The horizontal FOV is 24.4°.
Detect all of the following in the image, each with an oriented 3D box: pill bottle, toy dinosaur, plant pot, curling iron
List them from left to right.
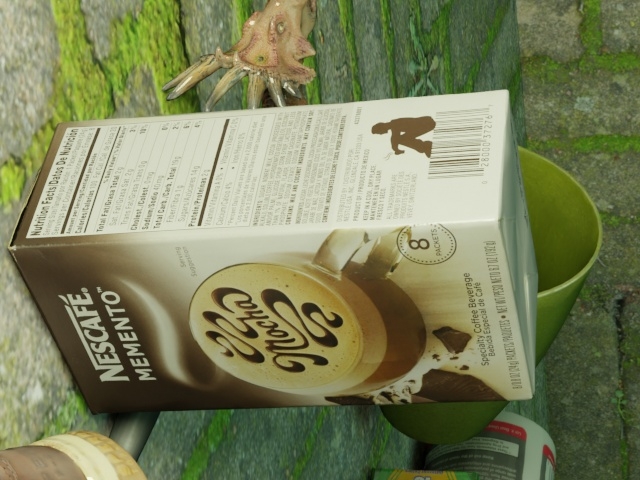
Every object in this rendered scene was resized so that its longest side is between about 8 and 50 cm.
[{"bbox_3d":[-0.115,0.104,1.073,0.274,0.035,0.068,-71,154,-50],"label":"curling iron"},{"bbox_3d":[-0.037,-0.043,1.112,0.200,0.127,0.296,65,13,-52],"label":"toy dinosaur"},{"bbox_3d":[0.146,0.078,1.640,0.275,0.274,0.294,-71,171,-49],"label":"plant pot"},{"bbox_3d":[0.205,0.390,1.909,0.176,0.176,0.319,73,23,-45],"label":"pill bottle"}]

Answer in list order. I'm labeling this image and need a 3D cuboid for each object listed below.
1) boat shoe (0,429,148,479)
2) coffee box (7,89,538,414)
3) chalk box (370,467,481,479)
[{"bbox_3d":[-0.175,0.257,0.698,0.123,0.123,0.342,2,108,-52],"label":"boat shoe"},{"bbox_3d":[-0.021,0.013,0.933,0.168,0.297,0.119,72,20,-44],"label":"coffee box"},{"bbox_3d":[0.118,0.385,1.690,0.132,0.132,0.213,68,27,-51],"label":"chalk box"}]
